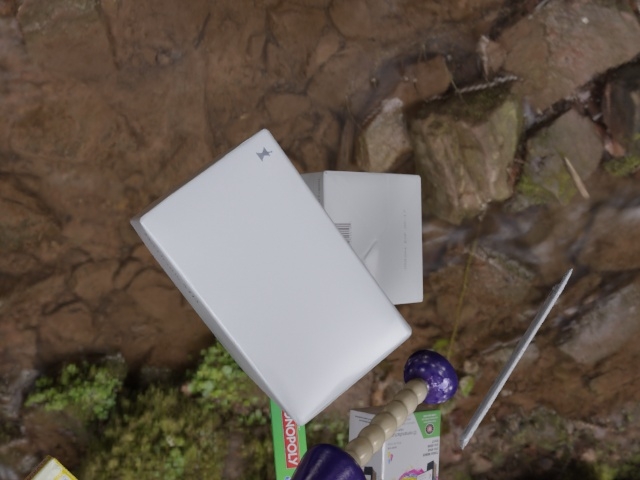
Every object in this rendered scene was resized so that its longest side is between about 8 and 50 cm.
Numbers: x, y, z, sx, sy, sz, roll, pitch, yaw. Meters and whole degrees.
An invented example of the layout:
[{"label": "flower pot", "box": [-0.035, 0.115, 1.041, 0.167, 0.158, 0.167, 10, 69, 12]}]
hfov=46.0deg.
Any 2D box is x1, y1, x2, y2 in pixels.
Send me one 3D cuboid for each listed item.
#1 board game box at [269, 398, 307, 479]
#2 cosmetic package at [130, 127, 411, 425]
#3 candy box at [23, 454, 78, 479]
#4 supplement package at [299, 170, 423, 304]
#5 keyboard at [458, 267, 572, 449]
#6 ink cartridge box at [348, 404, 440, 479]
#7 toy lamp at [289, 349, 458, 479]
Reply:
[{"label": "board game box", "box": [-0.055, 0.238, 1.122, 0.046, 0.213, 0.317, -6, 174, -5]}, {"label": "cosmetic package", "box": [-0.062, 0.030, 0.732, 0.138, 0.225, 0.224, -38, 100, -13]}, {"label": "candy box", "box": [-0.275, 0.351, 0.861, 0.105, 0.027, 0.206, -47, 112, -25]}, {"label": "supplement package", "box": [0.000, 0.000, 1.200, 0.198, 0.263, 0.199, -1, 90, -39]}, {"label": "keyboard", "box": [0.244, 0.146, 0.939, 0.014, 0.256, 0.072, 33, 165, 13]}, {"label": "ink cartridge box", "box": [0.170, 0.528, 1.745, 0.201, 0.278, 0.117, 6, 175, -41]}, {"label": "toy lamp", "box": [0.058, 0.213, 0.816, 0.080, 0.275, 0.080, 16, 118, 32]}]
